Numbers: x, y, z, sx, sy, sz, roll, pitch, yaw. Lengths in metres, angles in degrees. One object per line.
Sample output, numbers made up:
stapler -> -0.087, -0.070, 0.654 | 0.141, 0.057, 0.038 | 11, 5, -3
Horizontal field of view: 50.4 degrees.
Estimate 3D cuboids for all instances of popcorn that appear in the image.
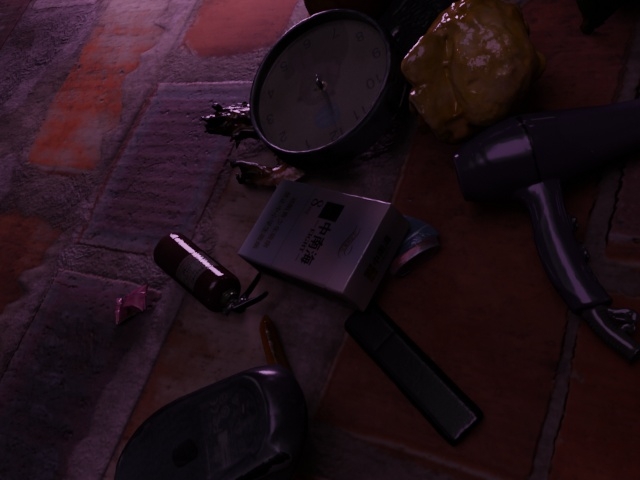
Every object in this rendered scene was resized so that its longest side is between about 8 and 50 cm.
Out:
popcorn -> 0.232, -0.251, 0.998 | 0.190, 0.191, 0.254 | 20, 74, 37

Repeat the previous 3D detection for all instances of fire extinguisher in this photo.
fire extinguisher -> -0.180, 0.055, 1.127 | 0.231, 0.071, 0.099 | 30, 71, 38

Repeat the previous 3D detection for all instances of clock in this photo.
clock -> 0.006, -0.251, 1.118 | 0.280, 0.055, 0.281 | -12, 66, 28

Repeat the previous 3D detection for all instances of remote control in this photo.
remote control -> 0.118, 0.171, 0.920 | 0.063, 0.025, 0.245 | -48, 50, 2

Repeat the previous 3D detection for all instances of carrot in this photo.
carrot -> -0.063, 0.189, 1.002 | 0.037, 0.037, 0.190 | -31, 51, 10

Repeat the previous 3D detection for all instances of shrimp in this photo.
shrimp -> -0.097, -0.169, 1.221 | 0.289, 0.075, 0.178 | 2, 65, 16

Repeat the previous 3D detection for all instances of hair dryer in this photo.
hair dryer -> 0.353, -0.019, 0.873 | 0.300, 0.121, 0.362 | -15, 65, 11

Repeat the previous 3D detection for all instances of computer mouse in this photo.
computer mouse -> 0.136, -0.308, 1.146 | 0.270, 0.086, 0.137 | -51, 55, 6
computer mouse -> -0.145, 0.300, 0.932 | 0.373, 0.114, 0.203 | -33, 52, 29

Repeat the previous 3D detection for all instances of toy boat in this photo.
toy boat -> 0.118, -0.012, 1.021 | 0.096, 0.034, 0.122 | -34, 51, 6

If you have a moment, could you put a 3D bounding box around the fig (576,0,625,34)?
fig -> 0.440, -0.436, 1.010 | 0.195, 0.195, 0.245 | 6, 96, 32

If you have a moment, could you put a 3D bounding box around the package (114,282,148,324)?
package -> -0.334, 0.113, 1.205 | 0.083, 0.029, 0.059 | -25, 49, 26

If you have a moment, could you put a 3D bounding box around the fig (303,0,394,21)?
fig -> 0.063, -0.486, 1.215 | 0.235, 0.214, 0.235 | -37, 26, 21

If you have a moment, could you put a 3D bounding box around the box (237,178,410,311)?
box -> 0.000, 0.000, 1.041 | 0.242, 0.067, 0.155 | 19, 74, 44
